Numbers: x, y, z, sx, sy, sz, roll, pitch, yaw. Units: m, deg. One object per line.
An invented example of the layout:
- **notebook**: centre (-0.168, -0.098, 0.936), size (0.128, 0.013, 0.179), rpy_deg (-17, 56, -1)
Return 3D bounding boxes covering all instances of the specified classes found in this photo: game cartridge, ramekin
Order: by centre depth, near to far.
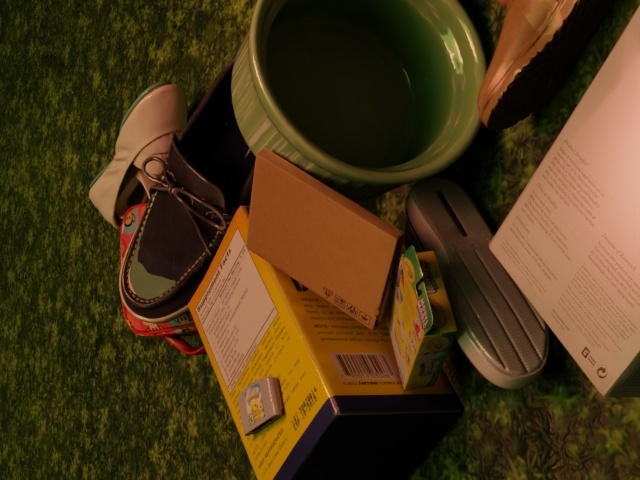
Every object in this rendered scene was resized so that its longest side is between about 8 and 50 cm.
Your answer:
- **ramekin**: centre (0.038, -0.193, 1.253), size (0.148, 0.303, 0.303), rpy_deg (146, 123, -63)
- **game cartridge**: centre (-0.075, 0.201, 1.258), size (0.083, 0.017, 0.056), rpy_deg (-41, 49, 46)

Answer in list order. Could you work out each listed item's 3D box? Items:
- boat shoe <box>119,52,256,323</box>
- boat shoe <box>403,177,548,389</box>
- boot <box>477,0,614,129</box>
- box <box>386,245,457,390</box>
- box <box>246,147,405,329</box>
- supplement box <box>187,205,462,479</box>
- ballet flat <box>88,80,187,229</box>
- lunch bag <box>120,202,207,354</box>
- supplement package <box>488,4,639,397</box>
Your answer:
- **boat shoe**: centre (-0.162, -0.085, 1.485), size (0.187, 0.156, 0.500), rpy_deg (46, 111, 22)
- **boat shoe**: centre (0.177, 0.056, 1.199), size (0.094, 0.109, 0.302), rpy_deg (98, 159, -47)
- **boot**: centre (0.194, -0.292, 1.184), size (0.236, 0.089, 0.269), rpy_deg (-53, 55, 19)
- **box**: centre (0.113, 0.088, 1.166), size (0.179, 0.043, 0.105), rpy_deg (94, 165, -61)
- **box**: centre (0.000, 0.000, 1.215), size (0.201, 0.021, 0.164), rpy_deg (33, 140, 20)
- **supplement box**: centre (-0.007, 0.148, 1.354), size (0.194, 0.195, 0.356), rpy_deg (-59, 42, 33)
- **ballet flat**: centre (-0.331, -0.146, 1.967), size (0.400, 0.139, 0.139), rpy_deg (-46, 49, 49)
- **lunch bag**: centre (-0.192, 0.054, 1.647), size (0.293, 0.120, 0.258), rpy_deg (-9, 80, 34)
- **supplement package**: centre (0.324, -0.025, 0.881), size (0.263, 0.198, 0.199), rpy_deg (-62, 39, 30)
